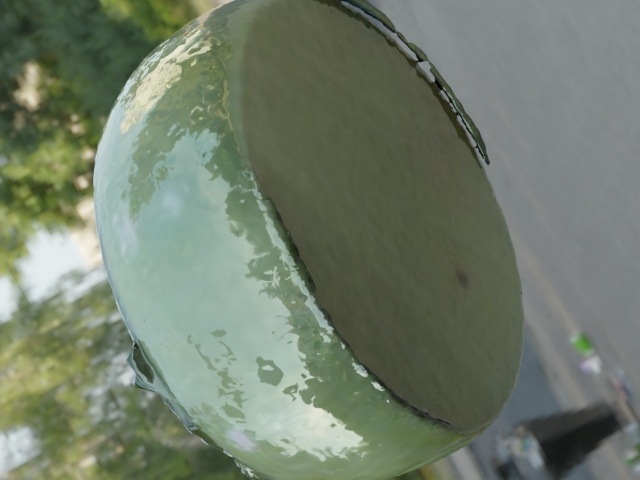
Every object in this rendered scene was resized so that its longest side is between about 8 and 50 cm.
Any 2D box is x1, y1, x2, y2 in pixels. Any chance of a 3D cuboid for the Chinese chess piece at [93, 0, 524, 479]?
[{"bbox_3d":[0.000,0.000,0.571,0.188,0.083,0.188,36,-139,-38],"label":"Chinese chess piece"}]
